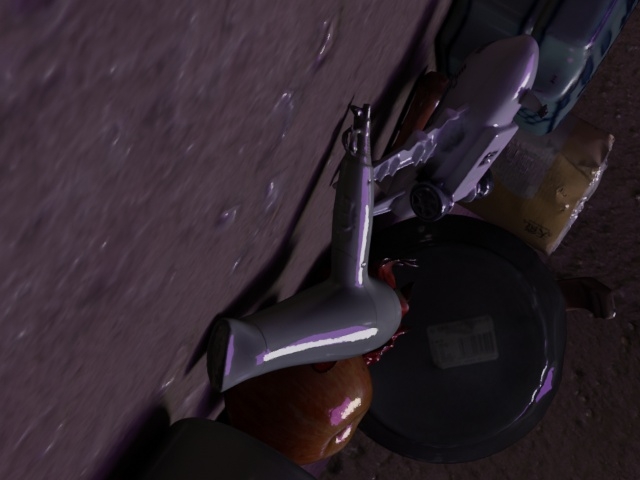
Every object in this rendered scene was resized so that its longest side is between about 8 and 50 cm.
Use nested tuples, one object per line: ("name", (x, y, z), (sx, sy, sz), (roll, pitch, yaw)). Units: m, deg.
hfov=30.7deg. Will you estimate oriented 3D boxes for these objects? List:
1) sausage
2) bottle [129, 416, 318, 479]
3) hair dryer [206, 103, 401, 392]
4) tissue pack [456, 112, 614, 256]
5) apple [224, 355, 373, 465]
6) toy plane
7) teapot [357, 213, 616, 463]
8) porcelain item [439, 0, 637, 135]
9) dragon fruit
("sausage", (0.099, -0.113, 1.251), (0.042, 0.036, 0.158), (-40, 160, -45))
("bottle", (-0.129, 0.324, 0.885), (0.351, 0.229, 0.229), (-51, 169, -27))
("hair dryer", (0.000, 0.000, 0.975), (0.206, 0.075, 0.237), (-10, 118, -49))
("tissue pack", (0.255, -0.106, 1.543), (0.090, 0.222, 0.186), (-47, 165, -45))
("apple", (-0.020, 0.143, 1.115), (0.146, 0.131, 0.146), (-52, 170, -13))
("toy plane", (0.134, -0.096, 1.119), (0.251, 0.101, 0.255), (-23, 163, -46))
("teapot", (0.190, 0.106, 1.532), (0.362, 0.376, 0.305), (-57, 136, -86))
("porcelain item", (0.256, -0.268, 1.243), (0.285, 0.157, 0.281), (-60, 170, -4))
("dragon fruit", (0.041, 0.074, 1.274), (0.142, 0.130, 0.121), (-101, -159, -48))
